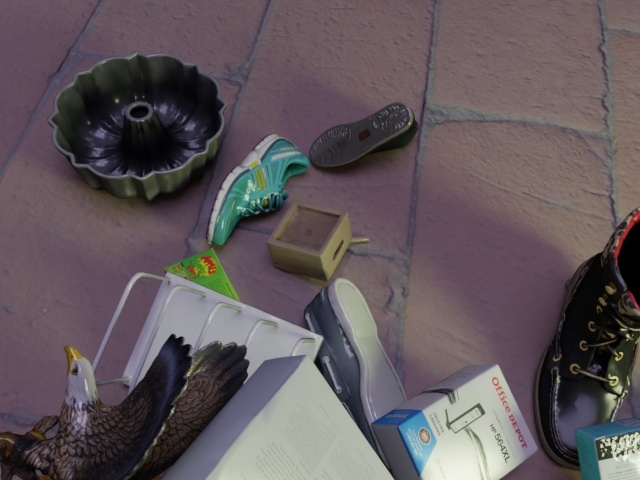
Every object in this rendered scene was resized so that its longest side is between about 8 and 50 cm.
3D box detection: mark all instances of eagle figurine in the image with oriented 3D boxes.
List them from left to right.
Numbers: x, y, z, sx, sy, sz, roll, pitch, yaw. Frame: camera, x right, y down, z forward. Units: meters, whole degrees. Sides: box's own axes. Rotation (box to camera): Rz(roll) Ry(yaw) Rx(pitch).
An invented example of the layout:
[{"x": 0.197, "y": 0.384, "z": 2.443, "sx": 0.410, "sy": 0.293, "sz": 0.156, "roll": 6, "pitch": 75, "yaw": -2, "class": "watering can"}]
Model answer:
[{"x": -0.241, "y": 0.222, "z": 0.815, "sx": 0.299, "sy": 0.225, "sz": 0.226, "roll": -12, "pitch": 35, "yaw": 7, "class": "eagle figurine"}]

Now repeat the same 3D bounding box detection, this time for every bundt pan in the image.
[{"x": -0.344, "y": -0.211, "z": 1.348, "sx": 0.331, "sy": 0.124, "sz": 0.330, "roll": 2, "pitch": 57, "yaw": -2, "class": "bundt pan"}]

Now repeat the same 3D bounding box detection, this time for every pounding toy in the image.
[{"x": 0.000, "y": 0.000, "z": 1.258, "sx": 0.130, "sy": 0.100, "sz": 0.141, "roll": 15, "pitch": 53, "yaw": 23, "class": "pounding toy"}]

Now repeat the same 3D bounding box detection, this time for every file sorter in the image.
[{"x": -0.169, "y": 0.179, "z": 1.030, "sx": 0.278, "sy": 0.173, "sz": 0.192, "roll": 21, "pitch": 85, "yaw": 11, "class": "file sorter"}]

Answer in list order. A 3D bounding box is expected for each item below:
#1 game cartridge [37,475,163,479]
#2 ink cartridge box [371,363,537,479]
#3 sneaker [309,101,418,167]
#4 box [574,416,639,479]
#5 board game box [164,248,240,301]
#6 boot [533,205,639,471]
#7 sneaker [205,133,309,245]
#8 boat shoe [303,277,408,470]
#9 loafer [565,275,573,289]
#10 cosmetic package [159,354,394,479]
[{"x": -0.248, "y": 0.441, "z": 0.864, "sx": 0.324, "sy": 0.052, "sz": 0.285, "roll": 2, "pitch": 56, "yaw": -3, "class": "game cartridge"}, {"x": 0.200, "y": 0.290, "z": 1.023, "sx": 0.203, "sy": 0.086, "sz": 0.148, "roll": -24, "pitch": 88, "yaw": -28, "class": "ink cartridge box"}, {"x": 0.094, "y": -0.195, "z": 1.402, "sx": 0.222, "sy": 0.118, "sz": 0.083, "roll": -20, "pitch": 77, "yaw": 16, "class": "sneaker"}, {"x": 0.431, "y": 0.381, "z": 0.969, "sx": 0.101, "sy": 0.060, "sz": 0.244, "roll": -8, "pitch": 89, "yaw": -9, "class": "box"}, {"x": -0.190, "y": 0.109, "z": 1.192, "sx": 0.092, "sy": 0.043, "sz": 0.181, "roll": -23, "pitch": 61, "yaw": -18, "class": "board game box"}, {"x": 0.442, "y": 0.143, "z": 1.049, "sx": 0.138, "sy": 0.284, "sz": 0.377, "roll": 21, "pitch": 67, "yaw": 11, "class": "boot"}, {"x": -0.119, "y": -0.093, "z": 1.301, "sx": 0.110, "sy": 0.107, "sz": 0.275, "roll": 33, "pitch": 60, "yaw": 6, "class": "sneaker"}, {"x": 0.055, "y": 0.221, "z": 1.121, "sx": 0.099, "sy": 0.116, "sz": 0.319, "roll": -33, "pitch": 63, "yaw": 29, "class": "boat shoe"}, {"x": 0.504, "y": 0.099, "z": 1.243, "sx": 0.125, "sy": 0.039, "sz": 0.045, "roll": 35, "pitch": 60, "yaw": 18, "class": "loafer"}, {"x": -0.022, "y": 0.375, "z": 0.837, "sx": 0.377, "sy": 0.098, "sz": 0.284, "roll": 57, "pitch": 46, "yaw": -15, "class": "cosmetic package"}]
